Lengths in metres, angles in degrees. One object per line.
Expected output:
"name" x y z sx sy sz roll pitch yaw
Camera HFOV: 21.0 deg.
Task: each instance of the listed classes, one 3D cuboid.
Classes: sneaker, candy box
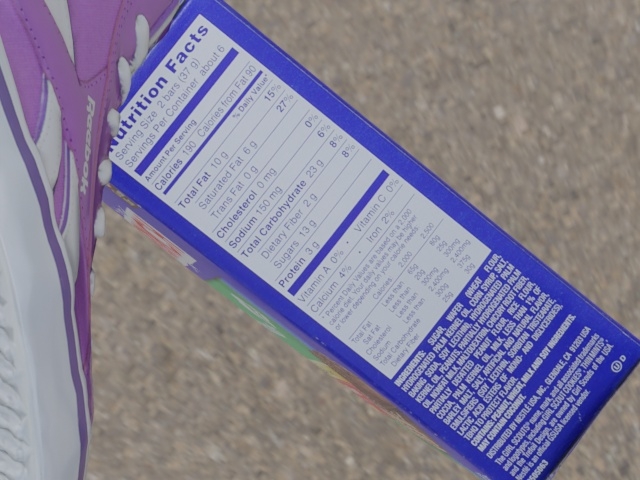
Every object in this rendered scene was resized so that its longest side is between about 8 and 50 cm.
"sneaker" -0.095 -0.031 0.609 0.102 0.161 0.282 -3 97 34
"candy box" 0.000 0.000 1.021 0.317 0.268 0.122 39 85 -9
